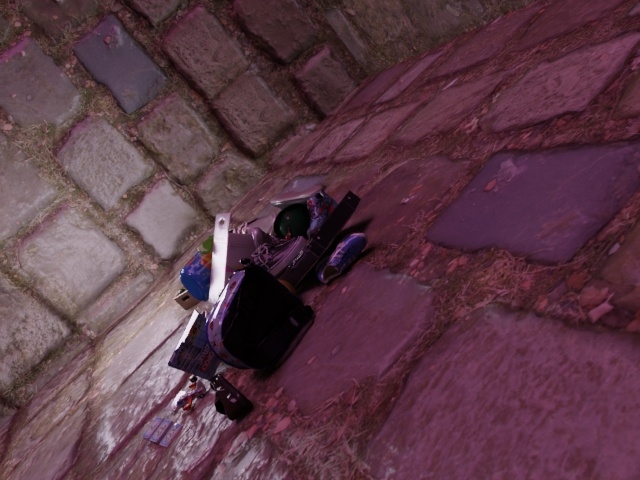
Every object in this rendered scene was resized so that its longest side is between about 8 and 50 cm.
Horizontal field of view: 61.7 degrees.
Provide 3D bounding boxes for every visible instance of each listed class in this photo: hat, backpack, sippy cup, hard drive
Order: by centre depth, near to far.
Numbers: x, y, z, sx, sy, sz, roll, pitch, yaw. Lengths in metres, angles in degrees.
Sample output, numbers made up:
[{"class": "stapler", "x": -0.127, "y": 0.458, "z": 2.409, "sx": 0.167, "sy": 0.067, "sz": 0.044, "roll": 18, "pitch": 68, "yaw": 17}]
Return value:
[{"class": "backpack", "x": -0.203, "y": 0.234, "z": 1.544, "sx": 0.213, "sy": 0.276, "sz": 0.263, "roll": -28, "pitch": 29, "yaw": 48}, {"class": "hard drive", "x": 0.000, "y": 0.000, "z": 1.818, "sx": 0.339, "sy": 0.064, "sz": 0.237, "roll": -52, "pitch": 1, "yaw": -43}, {"class": "hat", "x": -0.087, "y": -0.015, "z": 2.147, "sx": 0.208, "sy": 0.173, "sz": 0.183, "roll": -64, "pitch": 36, "yaw": 32}, {"class": "sippy cup", "x": -0.459, "y": 0.129, "z": 2.253, "sx": 0.240, "sy": 0.305, "sz": 0.224, "roll": 2, "pitch": 37, "yaw": 47}]

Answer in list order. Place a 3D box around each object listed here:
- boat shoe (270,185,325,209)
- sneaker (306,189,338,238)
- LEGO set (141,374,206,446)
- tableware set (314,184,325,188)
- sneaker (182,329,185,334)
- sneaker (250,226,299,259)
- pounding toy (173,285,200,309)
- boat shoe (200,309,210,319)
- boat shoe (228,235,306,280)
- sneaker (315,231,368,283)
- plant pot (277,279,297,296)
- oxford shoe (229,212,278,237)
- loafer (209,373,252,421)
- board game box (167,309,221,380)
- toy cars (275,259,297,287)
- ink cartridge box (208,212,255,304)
[{"class": "boat shoe", "x": -0.101, "y": -0.168, "z": 2.402, "sx": 0.335, "sy": 0.095, "sz": 0.112, "roll": -5, "pitch": 27, "yaw": 47}, {"class": "sneaker", "x": -0.020, "y": -0.107, "z": 2.134, "sx": 0.104, "sy": 0.125, "sz": 0.262, "roll": -31, "pitch": 21, "yaw": 31}, {"class": "LEGO set", "x": -0.459, "y": 0.522, "z": 1.697, "sx": 0.182, "sy": 0.060, "sz": 0.244, "roll": -11, "pitch": 34, "yaw": 50}, {"class": "tableware set", "x": -0.039, "y": -0.210, "z": 2.574, "sx": 0.104, "sy": 0.024, "sz": 0.154, "roll": -11, "pitch": 34, "yaw": 51}, {"class": "sneaker", "x": -0.498, "y": 0.365, "z": 2.097, "sx": 0.063, "sy": 0.075, "sz": 0.170, "roll": -37, "pitch": 19, "yaw": 14}, {"class": "sneaker", "x": -0.166, "y": 0.015, "z": 1.971, "sx": 0.115, "sy": 0.281, "sz": 0.105, "roll": -26, "pitch": 61, "yaw": 9}, {"class": "pounding toy", "x": -0.589, "y": 0.209, "z": 2.600, "sx": 0.181, "sy": 0.094, "sz": 0.206, "roll": -30, "pitch": 22, "yaw": 31}, {"class": "boat shoe", "x": -0.448, "y": 0.358, "z": 1.979, "sx": 0.098, "sy": 0.096, "sz": 0.277, "roll": -35, "pitch": 20, "yaw": 16}, {"class": "boat shoe", "x": -0.187, "y": 0.068, "z": 1.840, "sx": 0.306, "sy": 0.105, "sz": 0.113, "roll": -37, "pitch": 13, "yaw": 21}, {"class": "sneaker", "x": 0.071, "y": 0.058, "z": 1.676, "sx": 0.211, "sy": 0.080, "sz": 0.081, "roll": -45, "pitch": 23, "yaw": 19}, {"class": "plant pot", "x": -0.128, "y": 0.182, "z": 1.725, "sx": 0.134, "sy": 0.134, "sz": 0.095, "roll": -33, "pitch": -3, "yaw": 23}, {"class": "oxford shoe", "x": -0.339, "y": -0.021, "z": 2.506, "sx": 0.449, "sy": 0.130, "sz": 0.169, "roll": -22, "pitch": 50, "yaw": 49}, {"class": "loafer", "x": -0.266, "y": 0.431, "z": 1.474, "sx": 0.078, "sy": 0.080, "sz": 0.220, "roll": -47, "pitch": 19, "yaw": -18}, {"class": "board game box", "x": -0.356, "y": 0.351, "z": 1.724, "sx": 0.194, "sy": 0.194, "sz": 0.060, "roll": -64, "pitch": 25, "yaw": -5}, {"class": "toy cars", "x": -0.183, "y": 0.187, "z": 1.855, "sx": 0.176, "sy": 0.087, "sz": 0.393, "roll": -17, "pitch": 30, "yaw": 50}, {"class": "ink cartridge box", "x": -0.334, "y": 0.075, "z": 2.049, "sx": 0.207, "sy": 0.119, "sz": 0.353, "roll": 3, "pitch": 88, "yaw": 64}]
